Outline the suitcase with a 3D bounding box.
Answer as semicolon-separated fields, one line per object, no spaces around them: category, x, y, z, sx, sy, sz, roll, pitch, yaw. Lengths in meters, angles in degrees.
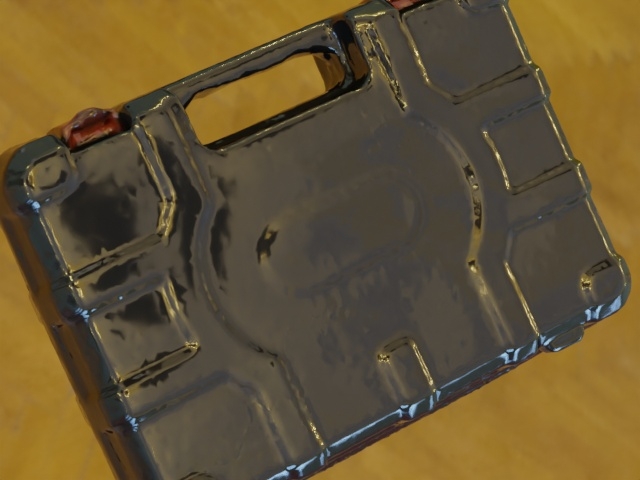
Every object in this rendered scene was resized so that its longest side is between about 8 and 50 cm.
suitcase;0.000;0.000;0.819;0.285;0.066;0.206;-26;95;-22
